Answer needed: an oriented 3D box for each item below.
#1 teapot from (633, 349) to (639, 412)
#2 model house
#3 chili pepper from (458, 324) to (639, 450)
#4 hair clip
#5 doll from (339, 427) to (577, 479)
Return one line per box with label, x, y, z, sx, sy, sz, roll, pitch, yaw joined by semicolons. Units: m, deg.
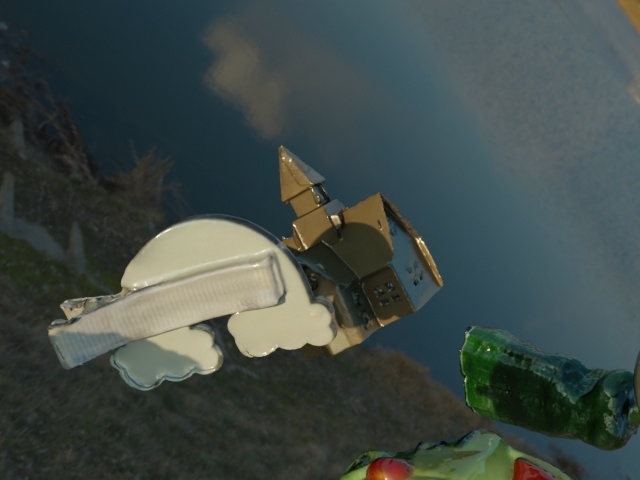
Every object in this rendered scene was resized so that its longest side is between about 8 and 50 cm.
teapot;0.363;0.115;0.706;0.294;0.193;0.129;65;35;-62
model house;0.000;0.000;1.018;0.248;0.181;0.176;62;25;0
chili pepper;0.316;0.201;1.123;0.099;0.270;0.136;-4;100;-50
hair clip;-0.103;0.051;0.686;0.054;0.220;0.140;-115;-170;-69
doll;0.117;0.214;0.466;0.198;0.322;0.186;-31;119;-50
